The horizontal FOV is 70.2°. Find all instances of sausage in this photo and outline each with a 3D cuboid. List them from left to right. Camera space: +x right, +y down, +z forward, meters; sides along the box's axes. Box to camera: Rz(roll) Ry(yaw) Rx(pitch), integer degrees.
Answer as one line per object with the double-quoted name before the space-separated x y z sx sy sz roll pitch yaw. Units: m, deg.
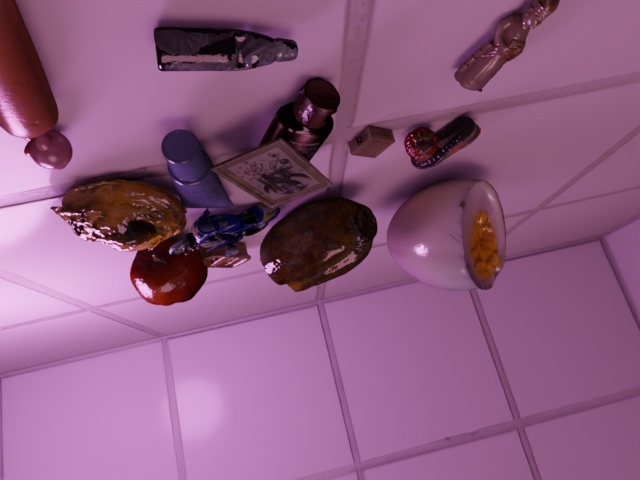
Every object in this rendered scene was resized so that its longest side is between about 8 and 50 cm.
"sausage" -0.410 -0.230 0.587 0.086 0.086 0.289 -8 160 -20

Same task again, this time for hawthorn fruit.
"hawthorn fruit" -0.456 0.090 1.349 0.215 0.216 0.250 -11 163 -8

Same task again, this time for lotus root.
"lotus root" 0.000 0.000 1.369 0.345 0.251 0.250 -24 160 31

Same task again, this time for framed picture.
"framed picture" -0.096 -0.136 0.971 0.172 0.010 0.231 -18 156 23

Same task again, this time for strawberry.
"strawberry" 0.244 -0.229 1.110 0.083 0.083 0.096 -9 170 -15

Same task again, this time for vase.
"vase" -0.134 -0.283 0.676 0.211 0.060 0.060 -8 162 -18

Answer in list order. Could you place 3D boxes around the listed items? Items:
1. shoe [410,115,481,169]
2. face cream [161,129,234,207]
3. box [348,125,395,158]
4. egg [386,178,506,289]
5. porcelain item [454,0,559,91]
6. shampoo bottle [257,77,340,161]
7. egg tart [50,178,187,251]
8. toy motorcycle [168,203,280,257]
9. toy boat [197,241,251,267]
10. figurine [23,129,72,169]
"shoe" 0.320 -0.239 1.155 0.077 0.074 0.194 -4 158 -44
"face cream" -0.274 -0.129 1.009 0.135 0.087 0.385 -2 167 -6
"box" 0.119 -0.231 1.074 0.083 0.035 0.079 1 157 -37
"egg" 0.381 -0.014 1.481 0.339 0.355 0.354 -3 174 42
"porcelain item" 0.339 -0.359 0.821 0.084 0.054 0.213 -7 160 -28
"shampoo bottle" -0.063 -0.202 0.947 0.129 0.084 0.323 -2 158 -26
"egg tart" -0.460 -0.037 1.054 0.296 0.132 0.297 -2 158 -1
"toy motorcycle" -0.258 -0.033 1.254 0.315 0.113 0.169 -20 164 -34
"toy boat" -0.339 0.047 1.533 0.116 0.061 0.188 -26 159 38
"figurine" -0.468 -0.159 0.787 0.067 0.071 0.083 -52 -175 -21
